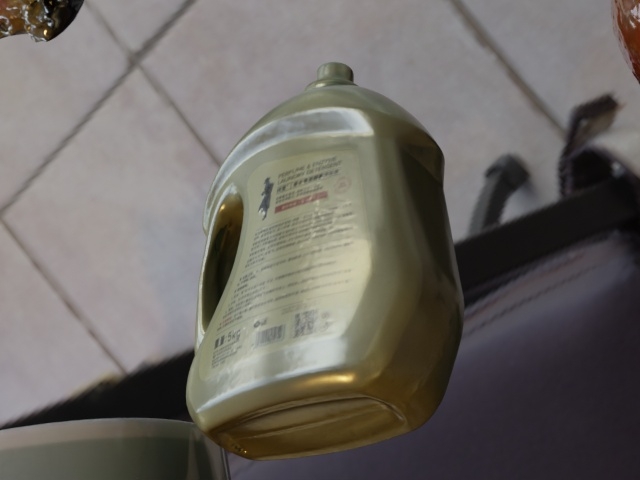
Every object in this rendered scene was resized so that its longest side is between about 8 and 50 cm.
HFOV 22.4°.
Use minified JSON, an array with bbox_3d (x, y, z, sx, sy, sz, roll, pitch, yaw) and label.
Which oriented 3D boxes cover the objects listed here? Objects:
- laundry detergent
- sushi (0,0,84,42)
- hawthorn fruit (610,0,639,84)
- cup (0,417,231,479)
[{"bbox_3d":[0.000,0.000,0.989,0.181,0.253,0.091,-18,143,31],"label":"laundry detergent"},{"bbox_3d":[-0.285,-0.320,1.526,0.225,0.218,0.238,25,137,8],"label":"sushi"},{"bbox_3d":[0.394,-0.158,1.360,0.285,0.285,0.369,15,139,31],"label":"hawthorn fruit"},{"bbox_3d":[-0.194,0.268,0.955,0.259,0.357,0.274,-25,67,33],"label":"cup"}]
